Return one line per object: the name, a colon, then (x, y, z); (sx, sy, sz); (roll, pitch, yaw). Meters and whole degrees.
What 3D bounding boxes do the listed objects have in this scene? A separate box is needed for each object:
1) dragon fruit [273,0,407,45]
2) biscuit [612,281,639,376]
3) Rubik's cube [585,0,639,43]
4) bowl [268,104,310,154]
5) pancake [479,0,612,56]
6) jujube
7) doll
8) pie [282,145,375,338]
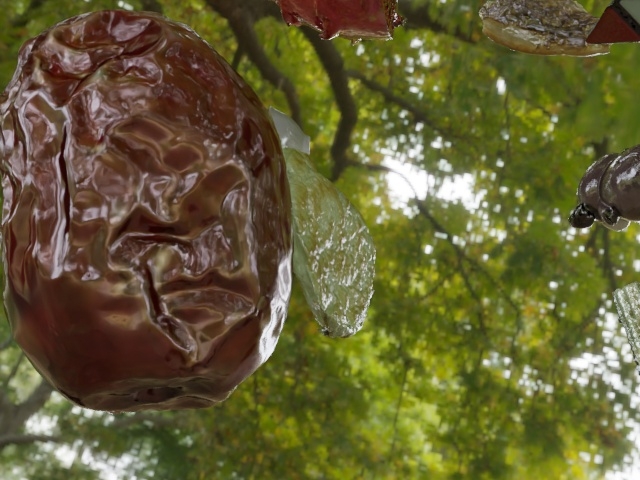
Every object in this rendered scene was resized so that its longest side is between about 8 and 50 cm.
dragon fruit: (0.006, -0.517, 1.695); (0.248, 0.386, 0.371); (-8, -55, 8)
biscuit: (0.358, 0.121, 0.969); (0.040, 0.121, 0.199); (-30, -33, 27)
Rubik's cube: (0.463, -0.307, 1.266); (0.234, 0.284, 0.250); (-37, -83, 31)
bowl: (-0.063, -0.162, 1.853); (0.085, 0.189, 0.189); (4, -23, -1)
pancake: (0.455, -0.464, 1.950); (0.265, 0.245, 0.057); (6, -33, 8)
jujube: (-0.166, -0.033, 0.907); (0.276, 0.377, 0.276); (-6, -17, -2)
doll: (0.513, -0.092, 1.596); (0.117, 0.182, 0.257); (44, -15, -3)
pie: (-0.001, 0.003, 1.322); (0.105, 0.257, 0.275); (-18, -54, 14)
